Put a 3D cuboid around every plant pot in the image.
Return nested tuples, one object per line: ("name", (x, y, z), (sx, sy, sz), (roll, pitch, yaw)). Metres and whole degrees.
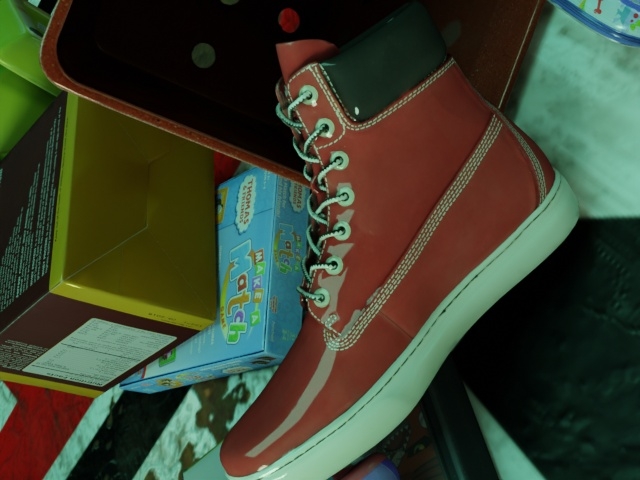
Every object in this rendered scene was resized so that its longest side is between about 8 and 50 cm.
("plant pot", (-0.308, -0.122, 0.907), (0.207, 0.227, 0.228), (-53, 39, 10))
("plant pot", (-0.028, -0.180, 0.575), (0.235, 0.267, 0.267), (20, 90, 65))

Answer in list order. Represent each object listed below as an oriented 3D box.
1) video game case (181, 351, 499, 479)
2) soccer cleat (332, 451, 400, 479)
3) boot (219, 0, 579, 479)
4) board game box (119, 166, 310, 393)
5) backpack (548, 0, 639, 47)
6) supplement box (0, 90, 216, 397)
("video game case", (0.012, 0.210, 0.508), (0.248, 0.035, 0.275), (-43, 45, 30))
("soccer cleat", (-0.019, 0.225, 0.464), (0.095, 0.083, 0.248), (40, 102, 18))
("boot", (0.000, 0.000, 0.442), (0.244, 0.176, 0.088), (-47, 19, -8))
("board game box", (-0.092, 0.035, 0.712), (0.211, 0.039, 0.160), (-21, 58, 46))
("backpack", (0.171, -0.142, 0.424), (0.114, 0.105, 0.084), (-123, 40, -48))
("supplement box", (-0.196, 0.004, 0.715), (0.194, 0.129, 0.191), (-33, 50, 39))
